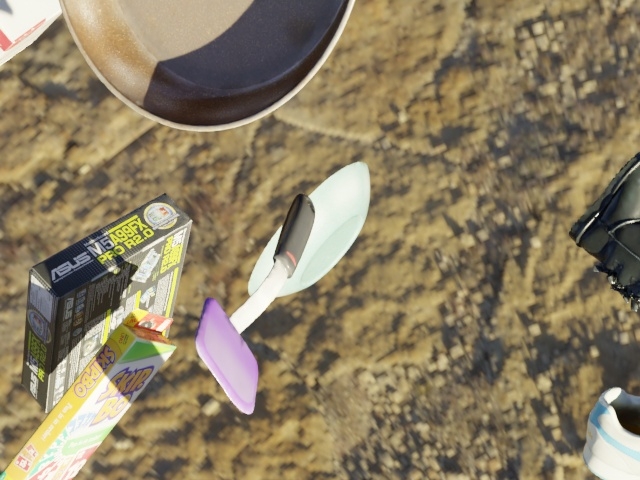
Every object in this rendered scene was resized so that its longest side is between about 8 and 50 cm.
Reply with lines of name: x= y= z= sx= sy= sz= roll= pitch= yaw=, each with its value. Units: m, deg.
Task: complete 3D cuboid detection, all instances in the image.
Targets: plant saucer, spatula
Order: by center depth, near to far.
plant saucer: x=-0.084 y=-0.240 z=1.066 sx=0.311 sy=0.050 sz=0.310 roll=5 pitch=99 yaw=34
spatula: x=-0.045 y=0.039 z=1.172 sx=0.030 sy=0.084 sz=0.296 roll=-21 pitch=23 yaw=28
plant saucer: x=0.000 y=0.000 z=1.523 sx=0.037 sy=0.195 sz=0.195 roll=41 pitch=80 yaw=14

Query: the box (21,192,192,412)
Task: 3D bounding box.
box: x=-0.283 y=0.085 z=1.810 sx=0.216 sy=0.270 sz=0.060 roll=-33 pitch=66 yaw=-33

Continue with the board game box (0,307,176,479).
board game box: x=-0.265 y=0.192 z=1.614 sx=0.039 sy=0.124 sz=0.259 roll=37 pitch=92 yaw=18

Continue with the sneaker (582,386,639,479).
sneaker: x=0.375 y=0.212 z=1.366 sx=0.229 sy=0.092 sz=0.087 roll=12 pitch=42 yaw=16

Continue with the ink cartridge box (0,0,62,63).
ink cartridge box: x=-0.362 y=-0.255 z=1.622 sx=0.099 sy=0.056 sz=0.135 roll=-44 pitch=12 yaw=-31

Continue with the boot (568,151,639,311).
boot: x=0.278 y=-0.009 z=1.173 sx=0.121 sy=0.045 sz=0.099 roll=-51 pitch=57 yaw=15
